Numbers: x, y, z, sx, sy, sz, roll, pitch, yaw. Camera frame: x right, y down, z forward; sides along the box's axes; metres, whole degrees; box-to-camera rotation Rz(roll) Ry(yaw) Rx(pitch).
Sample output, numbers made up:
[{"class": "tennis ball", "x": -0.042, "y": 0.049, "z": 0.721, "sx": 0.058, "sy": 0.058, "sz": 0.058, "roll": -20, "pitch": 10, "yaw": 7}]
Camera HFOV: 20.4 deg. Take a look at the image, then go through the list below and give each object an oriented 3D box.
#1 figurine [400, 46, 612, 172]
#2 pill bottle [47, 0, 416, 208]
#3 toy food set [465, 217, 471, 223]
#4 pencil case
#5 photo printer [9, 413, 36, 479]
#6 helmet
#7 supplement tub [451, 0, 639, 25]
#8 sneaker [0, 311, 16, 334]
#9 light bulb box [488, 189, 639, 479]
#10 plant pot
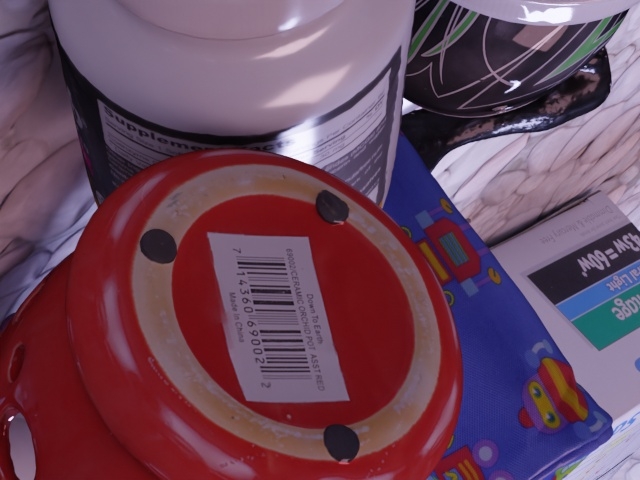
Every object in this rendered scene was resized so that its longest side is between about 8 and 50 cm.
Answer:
[{"class": "figurine", "x": 0.102, "y": -0.116, "z": 1.201, "sx": 0.209, "sy": 0.092, "sz": 0.215, "roll": -32, "pitch": 160, "yaw": -14}, {"class": "pill bottle", "x": -0.039, "y": -0.094, "z": 0.817, "sx": 0.162, "sy": 0.162, "sz": 0.278, "roll": -36, "pitch": 161, "yaw": -16}, {"class": "toy food set", "x": 0.000, "y": 0.000, "z": 1.284, "sx": 0.192, "sy": 0.038, "sz": 0.132, "roll": -20, "pitch": -172, "yaw": -39}, {"class": "pencil case", "x": 0.044, "y": 0.033, "z": 1.072, "sx": 0.119, "sy": 0.306, "sz": 0.133, "roll": -30, "pitch": 171, "yaw": -36}, {"class": "photo printer", "x": -0.208, "y": 0.196, "z": 1.086, "sx": 0.256, "sy": 0.107, "sz": 0.307, "roll": -31, "pitch": 150, "yaw": 26}, {"class": "helmet", "x": 0.094, "y": -0.153, "z": 0.956, "sx": 0.169, "sy": 0.169, "sz": 0.161, "roll": -54, "pitch": 175, "yaw": 35}, {"class": "supplement tub", "x": 0.118, "y": -0.236, "z": 0.750, "sx": 0.191, "sy": 0.191, "sz": 0.272, "roll": -34, "pitch": 161, "yaw": -23}, {"class": "sneaker", "x": -0.104, "y": 0.018, "z": 1.041, "sx": 0.282, "sy": 0.161, "sz": 0.102, "roll": -12, "pitch": 164, "yaw": 40}, {"class": "light bulb box", "x": 0.178, "y": 0.183, "z": 1.844, "sx": 0.358, "sy": 0.225, "sz": 0.361, "roll": -24, "pitch": 155, "yaw": -43}, {"class": "plant pot", "x": -0.041, "y": 0.069, "z": 0.756, "sx": 0.191, "sy": 0.191, "sz": 0.174, "roll": -27, "pitch": 165, "yaw": -39}]
